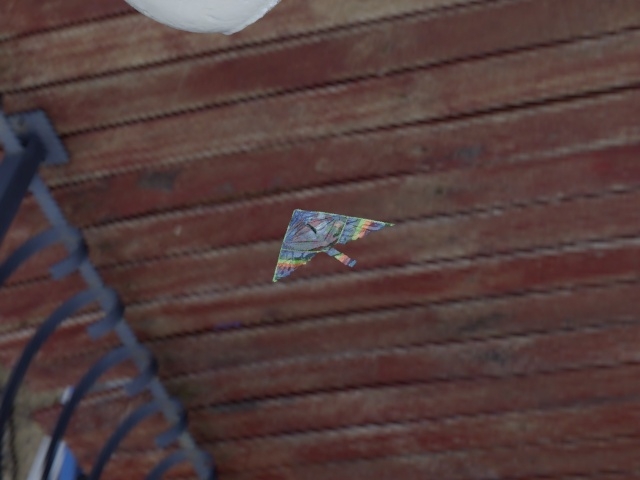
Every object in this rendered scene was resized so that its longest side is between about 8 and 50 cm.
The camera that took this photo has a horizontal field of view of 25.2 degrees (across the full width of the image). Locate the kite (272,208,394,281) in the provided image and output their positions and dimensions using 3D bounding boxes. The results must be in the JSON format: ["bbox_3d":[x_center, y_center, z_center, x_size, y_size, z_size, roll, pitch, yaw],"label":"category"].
[{"bbox_3d":[0.000,0.000,1.240,0.122,0.004,0.090,-30,131,21],"label":"kite"}]

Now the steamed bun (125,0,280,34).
[{"bbox_3d":[-0.098,-0.378,1.283,0.241,0.374,0.374,27,133,-25],"label":"steamed bun"}]
